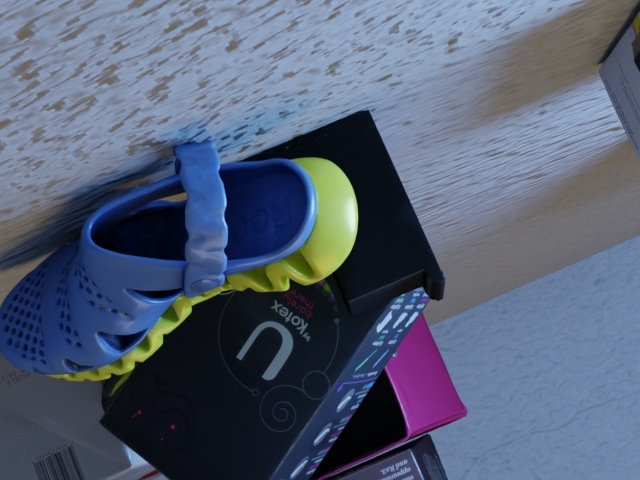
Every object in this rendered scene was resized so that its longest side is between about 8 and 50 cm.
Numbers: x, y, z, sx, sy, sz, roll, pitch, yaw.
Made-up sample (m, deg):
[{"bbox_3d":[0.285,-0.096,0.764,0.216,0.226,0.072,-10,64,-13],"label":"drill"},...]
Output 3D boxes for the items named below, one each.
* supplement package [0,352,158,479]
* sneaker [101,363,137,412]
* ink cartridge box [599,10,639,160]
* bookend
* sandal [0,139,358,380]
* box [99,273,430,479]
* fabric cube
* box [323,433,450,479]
[{"bbox_3d":[-0.244,0.189,1.616,0.177,0.175,0.293,-27,170,17],"label":"supplement package"},{"bbox_3d":[-0.132,0.116,1.540,0.121,0.111,0.300,8,-156,34],"label":"sneaker"},{"bbox_3d":[0.376,-0.174,1.247,0.201,0.117,0.278,-23,171,-4],"label":"ink cartridge box"},{"bbox_3d":[0.000,0.000,1.182,0.156,0.157,0.072,-23,166,-3],"label":"bookend"},{"bbox_3d":[-0.135,0.008,1.096,0.317,0.126,0.138,-29,151,25],"label":"sandal"},{"bbox_3d":[-0.043,0.101,1.311,0.270,0.165,0.143,-57,164,8],"label":"box"},{"bbox_3d":[0.017,0.192,2.035,0.259,0.254,0.258,-27,170,21],"label":"fabric cube"},{"bbox_3d":[0.082,0.377,2.047,0.191,0.143,0.381,-24,174,5],"label":"box"}]
